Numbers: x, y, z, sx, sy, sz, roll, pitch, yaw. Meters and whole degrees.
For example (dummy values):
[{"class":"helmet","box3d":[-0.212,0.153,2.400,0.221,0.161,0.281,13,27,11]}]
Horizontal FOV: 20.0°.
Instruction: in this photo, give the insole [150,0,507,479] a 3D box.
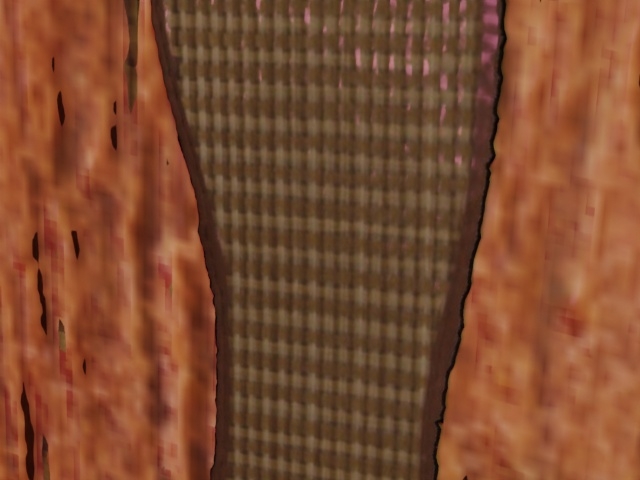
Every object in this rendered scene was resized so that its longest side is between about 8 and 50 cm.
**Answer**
[{"class":"insole","box3d":[0.000,0.000,0.399,0.086,0.005,0.253,10,113,27]}]
